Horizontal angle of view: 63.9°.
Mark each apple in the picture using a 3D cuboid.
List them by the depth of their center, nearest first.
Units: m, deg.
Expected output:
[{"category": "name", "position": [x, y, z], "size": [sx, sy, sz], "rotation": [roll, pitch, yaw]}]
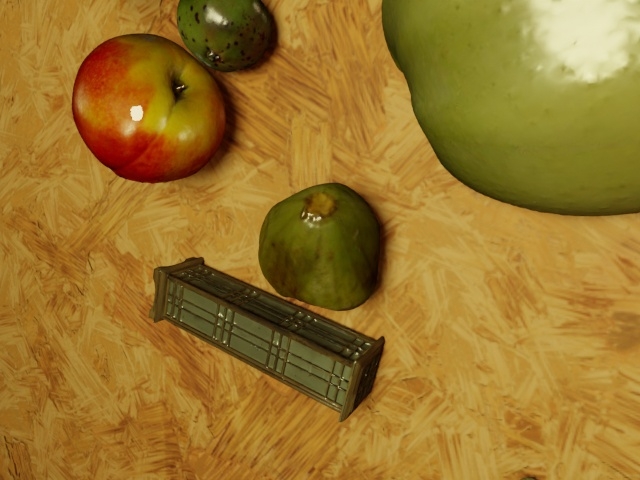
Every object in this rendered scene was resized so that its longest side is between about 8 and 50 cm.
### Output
[{"category": "apple", "position": [0.231, -0.196, 0.458], "size": [0.361, 0.312, 0.319], "rotation": [-20, 45, 29]}]

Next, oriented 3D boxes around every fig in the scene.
[{"category": "fig", "position": [0.000, 0.000, 0.593], "size": [0.144, 0.154, 0.165], "rotation": [-2, 143, -7]}]

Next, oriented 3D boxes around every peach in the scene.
[{"category": "peach", "position": [-0.222, -0.160, 0.658], "size": [0.193, 0.190, 0.190], "rotation": [-22, 89, 48]}]

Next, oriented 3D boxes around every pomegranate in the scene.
[{"category": "pomegranate", "position": [-0.110, -0.278, 0.626], "size": [0.115, 0.114, 0.142], "rotation": [5, 72, 28]}]

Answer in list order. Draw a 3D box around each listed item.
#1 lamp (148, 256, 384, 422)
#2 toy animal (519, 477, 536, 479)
[{"category": "lamp", "position": [-0.082, 0.119, 0.693], "size": [0.326, 0.090, 0.089], "rotation": [20, 110, 25]}, {"category": "toy animal", "position": [0.267, 0.354, 0.556], "size": [0.219, 0.103, 0.100], "rotation": [22, 134, 19]}]
